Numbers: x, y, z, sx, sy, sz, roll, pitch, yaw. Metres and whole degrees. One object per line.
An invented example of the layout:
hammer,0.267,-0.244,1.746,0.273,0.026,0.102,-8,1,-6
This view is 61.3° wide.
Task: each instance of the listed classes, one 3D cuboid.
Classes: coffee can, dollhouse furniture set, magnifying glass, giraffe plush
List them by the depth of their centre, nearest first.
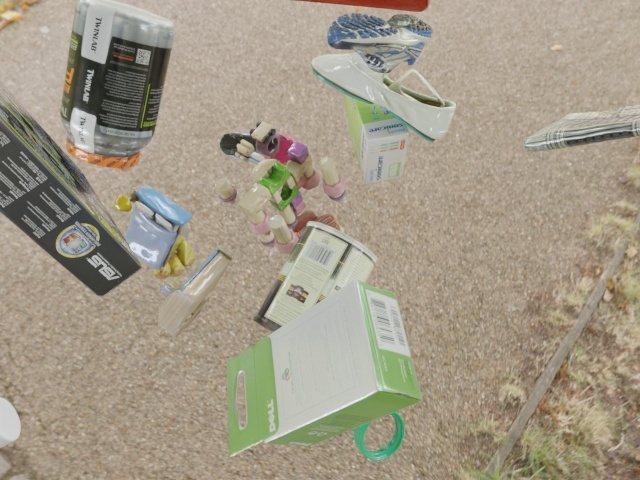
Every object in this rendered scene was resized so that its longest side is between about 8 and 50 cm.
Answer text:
magnifying glass,0.072,0.282,0.907,0.092,0.231,0.026,-38,28,-15
coffee can,-0.010,0.121,1.312,0.201,0.201,0.276,25,79,25
dollhouse furniture set,-0.421,0.071,1.326,0.303,0.286,0.198,36,38,0
giraffe plush,-0.539,0.011,1.797,0.170,0.181,0.211,8,101,31

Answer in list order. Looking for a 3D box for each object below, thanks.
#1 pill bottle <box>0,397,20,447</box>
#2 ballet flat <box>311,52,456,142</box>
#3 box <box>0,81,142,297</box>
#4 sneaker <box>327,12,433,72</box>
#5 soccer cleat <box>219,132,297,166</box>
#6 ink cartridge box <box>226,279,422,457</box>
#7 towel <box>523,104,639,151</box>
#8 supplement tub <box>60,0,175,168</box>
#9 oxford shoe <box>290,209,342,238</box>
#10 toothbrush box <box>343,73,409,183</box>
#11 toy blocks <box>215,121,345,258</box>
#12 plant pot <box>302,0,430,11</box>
pill bottle,-0.620,0.346,0.918,0.180,0.108,0.108,-27,59,-6
ballet flat,0.173,-0.394,1.368,0.400,0.139,0.139,26,66,-16
box,-0.315,-0.087,0.563,0.060,0.270,0.216,-37,55,-10
sneaker,0.063,-0.206,0.582,0.135,0.058,0.052,-13,48,-32
soccer cleat,-0.204,-0.335,1.980,0.330,0.143,0.116,12,90,15
ink cartridge box,-0.008,0.137,0.540,0.209,0.062,0.109,-36,48,33
towel,0.663,-0.268,1.194,0.324,0.056,0.312,-23,14,-41
supplement tub,-0.430,-0.325,1.132,0.193,0.193,0.316,30,113,27
oxford shoe,0.000,0.000,1.780,0.140,0.147,0.397,-33,20,-7
toothbrush box,0.153,-0.342,1.564,0.122,0.206,0.284,-10,61,-3
toy blocks,-0.112,-0.124,1.579,0.308,0.260,0.289,31,72,27
plant pot,0.057,-0.549,0.822,0.267,0.236,0.268,10,78,10
